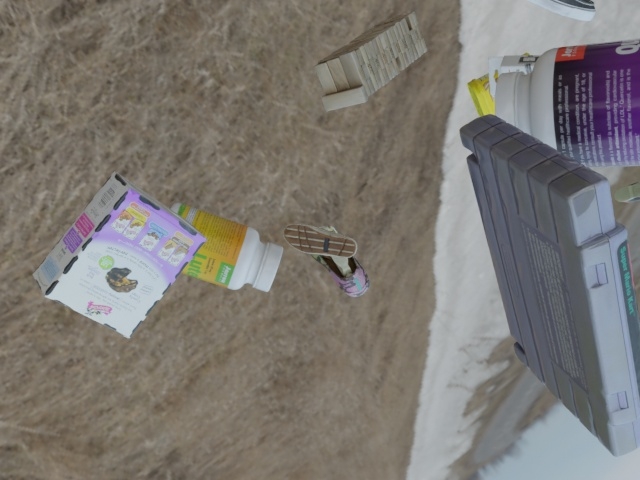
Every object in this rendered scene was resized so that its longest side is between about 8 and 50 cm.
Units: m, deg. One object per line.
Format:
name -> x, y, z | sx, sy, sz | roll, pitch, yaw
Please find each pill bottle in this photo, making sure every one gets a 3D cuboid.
pill bottle -> -0.209, 0.022, 1.671 | 0.136, 0.245, 0.136 | -161, -90, -84
pill bottle -> 0.425, -0.196, 1.156 | 0.322, 0.182, 0.181 | -1, 176, 25

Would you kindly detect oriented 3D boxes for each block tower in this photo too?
block tower -> 0.107, -0.365, 1.597 | 0.090, 0.097, 0.335 | -9, -156, 35

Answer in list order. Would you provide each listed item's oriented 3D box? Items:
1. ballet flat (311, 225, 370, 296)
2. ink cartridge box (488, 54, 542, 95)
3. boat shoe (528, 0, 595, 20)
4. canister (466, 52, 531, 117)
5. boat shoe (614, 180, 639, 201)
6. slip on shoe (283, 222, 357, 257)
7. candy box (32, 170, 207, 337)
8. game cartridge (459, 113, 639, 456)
ballet flat -> 0.026, 0.022, 1.574 | 0.076, 0.221, 0.079 | -29, 134, -9
ink cartridge box -> 0.469, -0.363, 1.827 | 0.060, 0.180, 0.104 | -62, 147, -47
boat shoe -> 0.410, -0.468, 1.454 | 0.080, 0.228, 0.076 | -92, -157, -57
canister -> 0.474, -0.387, 2.045 | 0.169, 0.073, 0.126 | -28, 127, 5
boat shoe -> 0.734, -0.112, 1.817 | 0.043, 0.049, 0.137 | -1, 173, -32
slip on shoe -> 0.000, 0.000, 1.443 | 0.041, 0.135, 0.052 | -57, 157, -84
candy box -> -0.295, 0.025, 1.191 | 0.196, 0.070, 0.165 | -51, 134, 0
game cartridge -> 0.267, 0.050, 0.901 | 0.068, 0.230, 0.355 | -27, 121, -11
